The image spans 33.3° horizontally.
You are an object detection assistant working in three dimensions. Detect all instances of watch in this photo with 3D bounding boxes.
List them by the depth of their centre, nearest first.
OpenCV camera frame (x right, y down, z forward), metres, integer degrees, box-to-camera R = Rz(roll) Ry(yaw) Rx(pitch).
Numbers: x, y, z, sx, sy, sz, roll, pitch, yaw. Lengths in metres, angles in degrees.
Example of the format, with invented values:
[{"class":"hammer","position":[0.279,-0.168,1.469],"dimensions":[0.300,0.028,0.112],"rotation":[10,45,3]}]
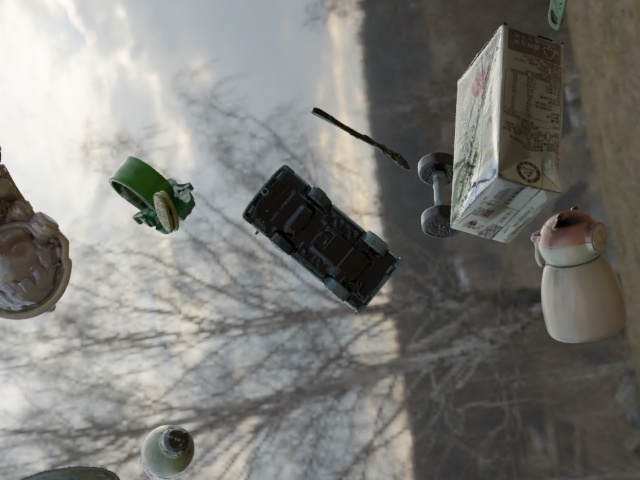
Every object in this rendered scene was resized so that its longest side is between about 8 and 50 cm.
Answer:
[{"class":"watch","position":[-0.364,-0.112,2.297],"dimensions":[0.165,0.131,0.152],"rotation":[18,154,50]}]

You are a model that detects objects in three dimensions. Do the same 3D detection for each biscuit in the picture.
[{"class":"biscuit","position":[-0.298,-0.055,2.061],"dimensions":[0.084,0.023,0.084],"rotation":[50,153,39]}]

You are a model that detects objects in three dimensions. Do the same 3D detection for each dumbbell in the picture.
[{"class":"dumbbell","position":[0.287,-0.109,2.555],"dimensions":[0.100,0.100,0.191],"rotation":[67,-161,-56]}]

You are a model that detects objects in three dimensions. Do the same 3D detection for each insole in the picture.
[{"class":"insole","position":[-0.445,0.384,1.555],"dimensions":[0.007,0.322,0.109],"rotation":[-100,-5,-51]}]

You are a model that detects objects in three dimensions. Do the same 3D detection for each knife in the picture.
[{"class":"knife","position":[0.511,-0.578,2.228],"dimensions":[0.020,0.043,0.293],"rotation":[-41,-37,-47]}]

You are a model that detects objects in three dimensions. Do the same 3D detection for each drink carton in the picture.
[{"class":"drink carton","position":[0.327,-0.186,1.865],"dimensions":[0.194,0.132,0.324],"rotation":[124,157,-58]}]

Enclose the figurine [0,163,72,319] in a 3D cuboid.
[{"class":"figurine","position":[-0.440,0.009,1.494],"dimensions":[0.141,0.163,0.236],"rotation":[-113,0,-76]}]

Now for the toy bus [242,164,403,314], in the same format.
[{"class":"toy bus","position":[0.000,0.000,1.908],"dimensions":[0.271,0.133,0.165],"rotation":[40,177,2]}]

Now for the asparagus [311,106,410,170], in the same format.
[{"class":"asparagus","position":[0.082,-0.199,2.087],"dimensions":[0.233,0.023,0.022],"rotation":[30,-142,-14]}]

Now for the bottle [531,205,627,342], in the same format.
[{"class":"bottle","position":[0.467,0.055,1.949],"dimensions":[0.147,0.148,0.236],"rotation":[-71,-32,-73]}]

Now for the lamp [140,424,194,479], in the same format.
[{"class":"lamp","position":[-0.294,0.407,2.038],"dimensions":[0.250,0.101,0.101],"rotation":[124,143,-61]}]
